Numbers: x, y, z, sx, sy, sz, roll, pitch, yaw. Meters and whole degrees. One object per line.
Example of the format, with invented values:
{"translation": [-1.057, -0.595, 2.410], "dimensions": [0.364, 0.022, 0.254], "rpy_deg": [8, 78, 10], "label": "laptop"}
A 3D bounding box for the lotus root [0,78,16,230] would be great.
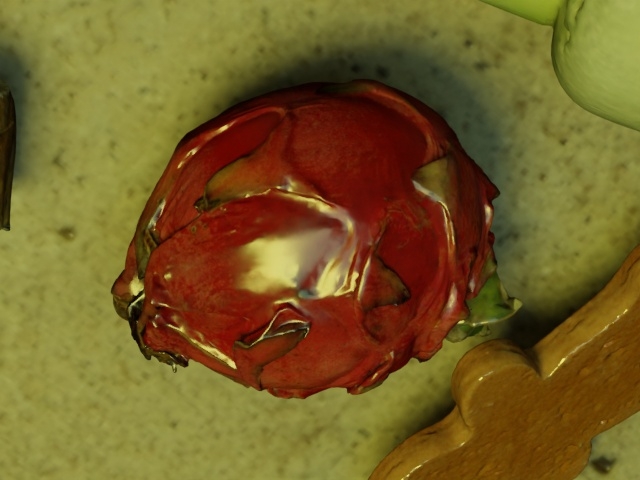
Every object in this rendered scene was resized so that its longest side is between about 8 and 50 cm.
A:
{"translation": [-0.210, -0.049, 0.921], "dimensions": [0.122, 0.112, 0.081], "rpy_deg": [12, 100, -13], "label": "lotus root"}

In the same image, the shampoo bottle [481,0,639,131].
{"translation": [0.219, -0.193, 0.825], "dimensions": [0.317, 0.322, 0.322], "rpy_deg": [23, 106, 6], "label": "shampoo bottle"}

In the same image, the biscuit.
{"translation": [0.125, 0.090, 1.046], "dimensions": [0.250, 0.036, 0.165], "rpy_deg": [-37, 142, 4], "label": "biscuit"}

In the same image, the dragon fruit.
{"translation": [0.000, 0.000, 0.947], "dimensions": [0.209, 0.172, 0.172], "rpy_deg": [-5, 112, -24], "label": "dragon fruit"}
